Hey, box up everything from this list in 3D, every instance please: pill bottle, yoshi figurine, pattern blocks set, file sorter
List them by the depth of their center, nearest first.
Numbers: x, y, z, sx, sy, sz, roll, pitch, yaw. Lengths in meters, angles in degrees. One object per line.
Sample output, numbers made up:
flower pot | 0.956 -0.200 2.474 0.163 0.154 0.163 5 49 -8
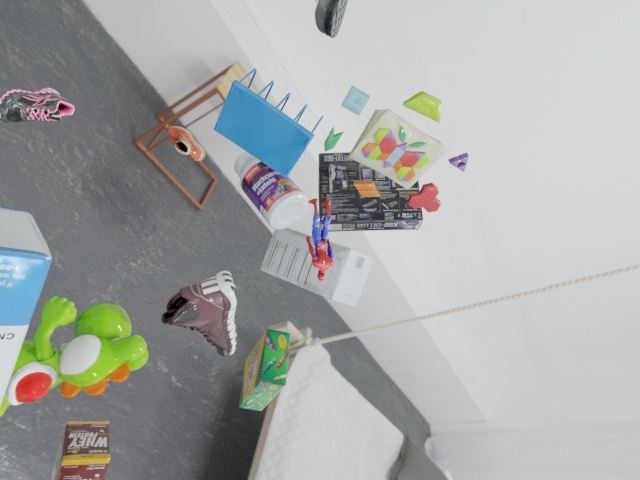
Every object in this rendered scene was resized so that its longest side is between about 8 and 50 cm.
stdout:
file sorter | -0.096 -0.235 0.790 0.170 0.118 0.104 34 46 -9
yoshi figurine | -0.545 0.219 0.807 0.362 0.203 0.203 -4 80 -22
pattern blocks set | 0.173 -0.201 0.910 0.325 0.285 0.026 17 42 -6
pill bottle | -0.124 -0.128 0.950 0.193 0.108 0.108 50 20 26

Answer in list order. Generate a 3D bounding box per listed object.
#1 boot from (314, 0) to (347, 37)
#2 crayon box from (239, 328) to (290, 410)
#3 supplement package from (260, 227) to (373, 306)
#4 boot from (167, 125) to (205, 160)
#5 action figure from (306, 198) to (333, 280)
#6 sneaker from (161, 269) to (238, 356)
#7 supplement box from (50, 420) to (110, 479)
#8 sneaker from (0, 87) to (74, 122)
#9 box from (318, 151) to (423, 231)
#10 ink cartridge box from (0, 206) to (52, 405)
boot | -0.043 -0.573 0.863 0.223 0.118 0.338 14 52 -7
crayon box | -0.181 0.421 1.286 0.081 0.278 0.165 16 48 -16
supplement package | -0.012 0.064 1.057 0.139 0.244 0.134 26 83 -56
boot | -0.447 -0.320 1.283 0.158 0.059 0.084 41 15 16
action figure | 0.000 0.000 0.570 0.038 0.030 0.115 4 78 -32
sneaker | -0.286 0.189 0.947 0.162 0.281 0.106 -11 43 -24
supplement box | -0.765 0.716 1.274 0.129 0.194 0.191 16 95 -31
sneaker | -0.441 -0.206 0.628 0.057 0.047 0.119 30 34 -1
box | 0.146 -0.153 1.234 0.076 0.307 0.242 84 4 -69
ink cartridge box | -0.526 0.142 0.437 0.285 0.166 0.395 15 103 -49
